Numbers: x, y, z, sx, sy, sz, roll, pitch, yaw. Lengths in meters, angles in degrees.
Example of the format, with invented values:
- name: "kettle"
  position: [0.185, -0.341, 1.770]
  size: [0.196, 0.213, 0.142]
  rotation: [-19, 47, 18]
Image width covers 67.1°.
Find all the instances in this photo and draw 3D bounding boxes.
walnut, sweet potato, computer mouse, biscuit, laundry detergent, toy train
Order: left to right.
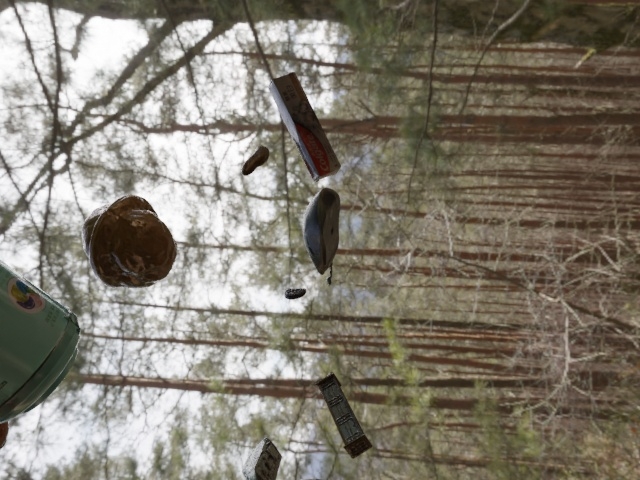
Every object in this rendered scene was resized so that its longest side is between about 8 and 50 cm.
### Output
- name: "laundry detergent"
  position: [-0.691, 0.205, 0.999]
  size: [0.305, 0.287, 0.287]
  rotation: [51, -154, -31]
- name: "walnut"
  position: [-0.740, 0.014, 1.889]
  size: [0.383, 0.384, 0.383]
  rotation: [5, -90, -90]
- name: "sweet potato"
  position: [-0.199, -0.254, 1.516]
  size: [0.053, 0.054, 0.182]
  rotation: [-62, 1, 38]
- name: "toy train"
  position: [-0.104, 0.395, 0.825]
  size: [0.051, 0.052, 0.234]
  rotation: [-40, -6, -6]
- name: "biscuit"
  position: [-0.104, 0.216, 1.985]
  size: [0.087, 0.089, 0.027]
  rotation: [17, 125, 51]
- name: "computer mouse"
  position: [0.000, 0.000, 1.509]
  size: [0.167, 0.090, 0.379]
  rotation: [-57, -28, -46]

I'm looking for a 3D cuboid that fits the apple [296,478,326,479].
- name: "apple"
  position: [0.004, 0.609, 0.822]
  size: [0.365, 0.329, 0.295]
  rotation: [-53, -37, -52]

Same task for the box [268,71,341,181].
- name: "box"
  position: [-0.032, -0.227, 0.967]
  size: [0.218, 0.055, 0.039]
  rotation: [65, 160, 2]

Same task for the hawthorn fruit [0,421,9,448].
- name: "hawthorn fruit"
  position: [-0.845, 0.451, 1.152]
  size: [0.173, 0.173, 0.172]
  rotation: [5, -90, -90]

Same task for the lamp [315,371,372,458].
- name: "lamp"
  position: [0.080, 0.644, 1.806]
  size: [0.090, 0.089, 0.325]
  rotation: [61, 176, -34]
